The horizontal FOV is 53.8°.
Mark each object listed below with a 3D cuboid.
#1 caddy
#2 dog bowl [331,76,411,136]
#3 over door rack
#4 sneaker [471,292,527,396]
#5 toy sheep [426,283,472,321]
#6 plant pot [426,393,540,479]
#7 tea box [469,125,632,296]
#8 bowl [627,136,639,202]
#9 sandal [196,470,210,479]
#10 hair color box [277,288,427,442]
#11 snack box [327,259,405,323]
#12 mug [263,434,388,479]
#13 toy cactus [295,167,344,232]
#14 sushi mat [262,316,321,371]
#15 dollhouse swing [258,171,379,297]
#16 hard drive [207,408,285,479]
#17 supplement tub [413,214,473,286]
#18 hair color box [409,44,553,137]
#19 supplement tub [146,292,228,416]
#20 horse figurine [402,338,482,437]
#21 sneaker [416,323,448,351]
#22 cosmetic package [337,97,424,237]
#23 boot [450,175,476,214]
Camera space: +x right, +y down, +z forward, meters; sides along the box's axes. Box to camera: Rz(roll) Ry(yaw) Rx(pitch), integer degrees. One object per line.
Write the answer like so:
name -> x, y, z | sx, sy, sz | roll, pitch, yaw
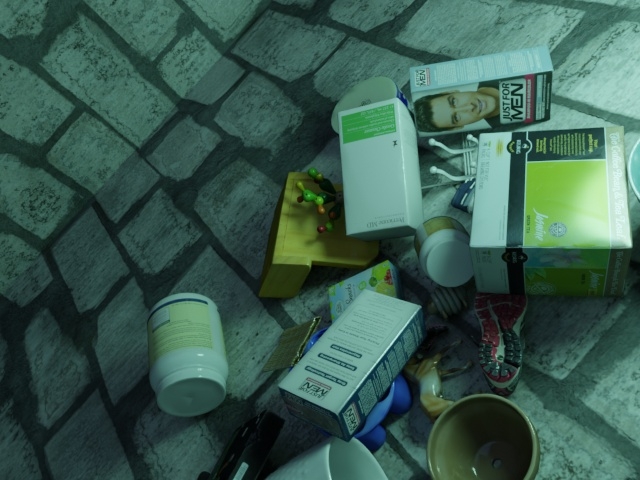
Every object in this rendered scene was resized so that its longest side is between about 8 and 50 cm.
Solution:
caddy -> 0.063, 0.362, 1.582 | 0.241, 0.179, 0.341 | -52, 42, -5
dog bowl -> 0.172, -0.430, 2.165 | 0.265, 0.104, 0.265 | -22, 47, 25
over door rack -> 0.315, -0.255, 1.908 | 0.324, 0.108, 0.239 | -18, 48, 29
sneaker -> 0.415, 0.217, 1.465 | 0.121, 0.112, 0.299 | 1, 45, 22
toy sheep -> 0.329, 0.149, 1.602 | 0.132, 0.091, 0.091 | -28, 43, 0
plant pot -> 0.351, 0.453, 1.323 | 0.237, 0.110, 0.237 | -22, 46, 25
tea box -> 0.524, -0.064, 1.445 | 0.323, 0.220, 0.329 | 1, 57, 21
bowl -> 0.810, -0.108, 1.317 | 0.311, 0.163, 0.311 | -12, 55, 17
sandal -> -0.285, 0.710, 1.711 | 0.067, 0.040, 0.179 | -47, 56, 8
hair color box -> 0.082, 0.274, 1.451 | 0.174, 0.105, 0.347 | 14, 45, 38
snack box -> 0.129, 0.176, 1.755 | 0.207, 0.070, 0.174 | -28, 45, 22
mug -> -0.005, 0.663, 1.365 | 0.328, 0.276, 0.374 | -35, 71, 17
toy cactus -> 0.026, -0.116, 1.887 | 0.112, 0.180, 0.219 | -60, 43, 44
sushi mat -> -0.086, 0.293, 1.748 | 0.151, 0.019, 0.316 | -62, 10, -21
dollhouse swing -> 0.000, 0.000, 2.007 | 0.315, 0.305, 0.347 | 117, 163, -55
hard drive -> -0.208, 0.563, 1.573 | 0.237, 0.064, 0.339 | -59, 5, -32
supplement tub -> 0.318, 0.027, 1.606 | 0.144, 0.144, 0.199 | -35, 13, 12
hair color box -> 0.450, -0.415, 1.780 | 0.374, 0.185, 0.113 | -6, 53, 14
supplement tub -> -0.409, 0.348, 1.939 | 0.235, 0.235, 0.325 | -34, 43, 14
horse figurine -> 0.287, 0.351, 1.492 | 0.174, 0.066, 0.263 | -25, 43, 15
sneaker -> 0.275, 0.251, 1.603 | 0.119, 0.047, 0.057 | -27, 64, 23
cosmetic package -> 0.174, -0.192, 1.794 | 0.197, 0.155, 0.365 | -10, 76, 25
boot -> 0.441, -0.163, 1.759 | 0.086, 0.069, 0.190 | 27, 79, 45
